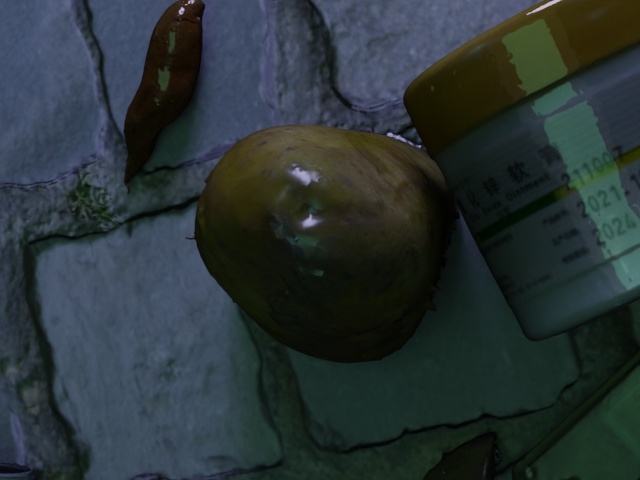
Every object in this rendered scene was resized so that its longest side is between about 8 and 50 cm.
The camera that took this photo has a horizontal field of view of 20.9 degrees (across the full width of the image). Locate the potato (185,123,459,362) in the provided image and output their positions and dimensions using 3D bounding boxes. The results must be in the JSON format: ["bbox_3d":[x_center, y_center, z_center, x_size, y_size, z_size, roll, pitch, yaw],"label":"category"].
[{"bbox_3d":[0.000,0.000,1.431,0.229,0.266,0.229,0,90,15],"label":"potato"}]

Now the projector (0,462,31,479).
[{"bbox_3d":[-0.336,0.375,1.609,0.108,0.108,0.337,4,86,16],"label":"projector"}]

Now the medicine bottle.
[{"bbox_3d":[0.217,-0.069,1.370,0.238,0.238,0.232,-27,85,16],"label":"medicine bottle"}]

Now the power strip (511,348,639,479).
[{"bbox_3d":[0.321,0.102,1.444,0.387,0.066,0.092,-45,79,16],"label":"power strip"}]

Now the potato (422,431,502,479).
[{"bbox_3d":[0.103,0.254,1.501,0.101,0.089,0.172,5,96,19],"label":"potato"}]

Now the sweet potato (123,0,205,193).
[{"bbox_3d":[-0.146,-0.132,1.575,0.056,0.056,0.195,28,107,13],"label":"sweet potato"}]
